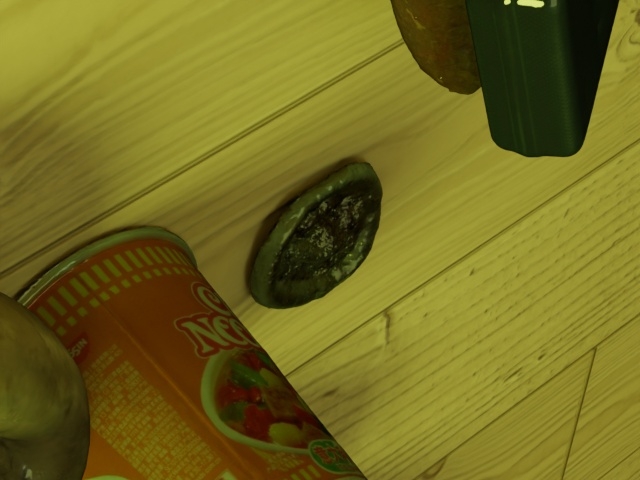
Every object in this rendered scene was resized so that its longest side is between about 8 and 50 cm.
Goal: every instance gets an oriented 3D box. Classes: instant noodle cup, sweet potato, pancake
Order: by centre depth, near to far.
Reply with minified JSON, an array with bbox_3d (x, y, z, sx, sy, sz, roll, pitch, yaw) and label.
[{"bbox_3d":[0.058,-0.180,0.962,0.077,0.077,0.244,-35,139,-25],"label":"sweet potato"},{"bbox_3d":[-0.071,0.113,1.016,0.168,0.185,0.168,-34,149,-25],"label":"instant noodle cup"},{"bbox_3d":[-0.001,0.000,1.156,0.108,0.017,0.108,-35,146,-28],"label":"pancake"}]

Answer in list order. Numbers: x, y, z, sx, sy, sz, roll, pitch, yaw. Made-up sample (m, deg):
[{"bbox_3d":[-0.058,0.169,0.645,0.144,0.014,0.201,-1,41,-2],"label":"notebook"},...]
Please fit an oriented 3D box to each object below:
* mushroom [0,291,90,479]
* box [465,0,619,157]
[{"bbox_3d":[-0.180,0.123,0.861,0.204,0.204,0.204,-35,149,-24],"label":"mushroom"},{"bbox_3d":[0.126,-0.170,0.978,0.160,0.050,0.230,69,34,-60],"label":"box"}]
